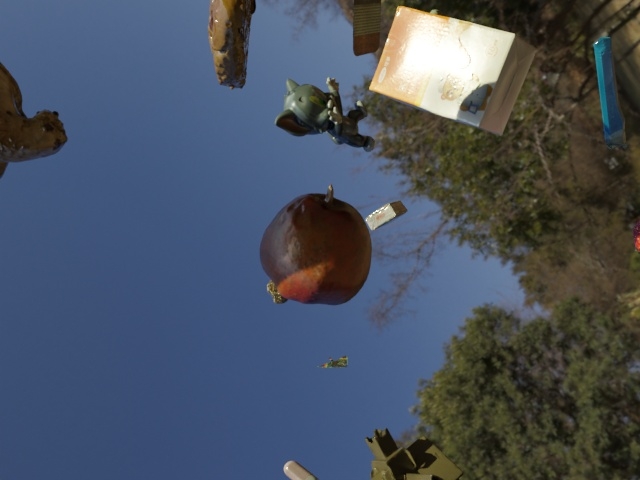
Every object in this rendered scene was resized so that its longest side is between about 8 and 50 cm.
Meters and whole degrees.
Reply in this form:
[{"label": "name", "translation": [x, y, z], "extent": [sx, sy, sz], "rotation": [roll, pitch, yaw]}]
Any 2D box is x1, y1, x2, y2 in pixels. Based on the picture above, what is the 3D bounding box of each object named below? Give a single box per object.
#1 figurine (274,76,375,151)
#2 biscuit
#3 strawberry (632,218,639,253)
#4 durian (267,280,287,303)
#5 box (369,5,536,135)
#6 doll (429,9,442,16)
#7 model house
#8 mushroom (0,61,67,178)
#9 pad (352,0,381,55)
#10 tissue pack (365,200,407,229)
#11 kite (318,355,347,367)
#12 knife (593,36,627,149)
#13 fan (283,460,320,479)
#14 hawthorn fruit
[{"label": "figurine", "translation": [0.020, -0.316, 1.596], "extent": [0.265, 0.140, 0.193], "rotation": [31, -131, -38]}, {"label": "biscuit", "translation": [-0.157, -0.409, 1.109], "extent": [0.075, 0.296, 0.296], "rotation": [4, -138, -5]}, {"label": "strawberry", "translation": [0.760, -0.022, 1.370], "extent": [0.131, 0.148, 0.131], "rotation": [5, -131, -5]}, {"label": "durian", "translation": [-0.123, 0.150, 1.889], "extent": [0.080, 0.091, 0.080], "rotation": [3, -135, -3]}, {"label": "box", "translation": [0.310, -0.416, 1.536], "extent": [0.341, 0.225, 0.143], "rotation": [30, -163, 36]}, {"label": "doll", "translation": [0.271, -0.560, 1.774], "extent": [0.071, 0.214, 0.103], "rotation": [35, -177, -9]}, {"label": "model house", "translation": [0.185, 0.503, 1.302], "extent": [0.211, 0.204, 0.243], "rotation": [-28, -94, -32]}, {"label": "mushroom", "translation": [-0.653, -0.223, 1.183], "extent": [0.267, 0.254, 0.267], "rotation": [2, -92, -50]}, {"label": "pad", "translation": [0.118, -0.636, 1.753], "extent": [0.323, 0.055, 0.250], "rotation": [-59, -28, -63]}, {"label": "tissue pack", "translation": [0.132, -0.052, 1.257], "extent": [0.035, 0.063, 0.083], "rotation": [61, -157, 5]}, {"label": "kite", "translation": [0.048, 0.371, 1.917], "extent": [0.122, 0.090, 0.004], "rotation": [-11, -74, -35]}, {"label": "knife", "translation": [0.570, -0.280, 1.239], "extent": [0.297, 0.044, 0.026], "rotation": [56, -157, -44]}, {"label": "fan", "translation": [-0.006, 0.703, 1.766], "extent": [0.244, 0.074, 0.130], "rotation": [28, 159, 31]}, {"label": "hawthorn fruit", "translation": [0.000, 0.000, 1.497], "extent": [0.276, 0.298, 0.277], "rotation": [9, -154, -5]}]
